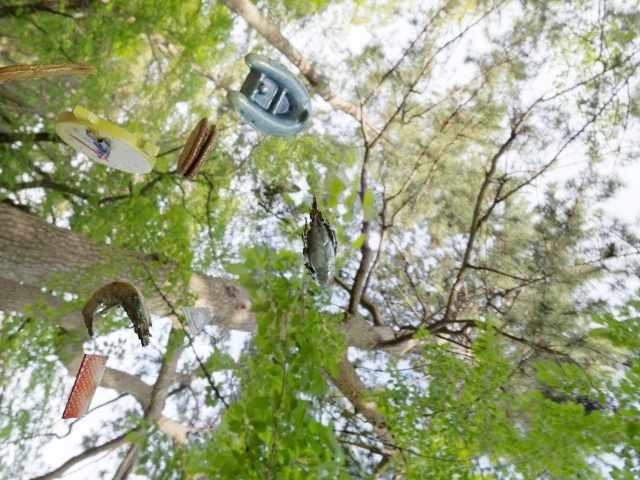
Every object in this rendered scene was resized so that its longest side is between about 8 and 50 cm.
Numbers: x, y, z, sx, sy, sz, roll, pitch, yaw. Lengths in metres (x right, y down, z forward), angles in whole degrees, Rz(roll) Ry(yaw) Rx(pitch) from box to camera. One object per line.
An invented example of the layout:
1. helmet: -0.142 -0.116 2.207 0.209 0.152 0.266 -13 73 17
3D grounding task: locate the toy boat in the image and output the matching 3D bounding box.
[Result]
1. toy boat: -0.136 -0.438 1.304 0.123 0.330 0.215 29 -88 34

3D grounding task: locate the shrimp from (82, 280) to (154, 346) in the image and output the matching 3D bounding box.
1. shrimp: -0.520 0.198 1.059 0.217 0.150 0.051 49 -37 26

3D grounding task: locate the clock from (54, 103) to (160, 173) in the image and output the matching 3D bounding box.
1. clock: -0.635 -0.273 1.219 0.293 0.277 0.071 -11 -121 58

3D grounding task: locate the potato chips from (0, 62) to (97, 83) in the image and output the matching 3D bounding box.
1. potato chips: -0.491 -0.293 0.723 0.026 0.204 0.037 42 -48 6

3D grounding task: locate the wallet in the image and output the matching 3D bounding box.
1. wallet: -0.742 0.459 1.302 0.020 0.103 0.197 9 -108 17

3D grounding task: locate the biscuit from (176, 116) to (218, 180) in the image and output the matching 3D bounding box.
1. biscuit: -0.416 -0.303 1.376 0.220 0.066 0.221 -40 -146 35

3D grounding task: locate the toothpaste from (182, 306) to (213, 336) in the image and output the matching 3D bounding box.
1. toothpaste: -0.371 0.235 1.249 0.057 0.234 0.089 -23 -93 -7

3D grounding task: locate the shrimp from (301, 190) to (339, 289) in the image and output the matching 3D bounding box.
1. shrimp: 0.000 0.000 0.950 0.079 0.090 0.233 -163 -114 -73
